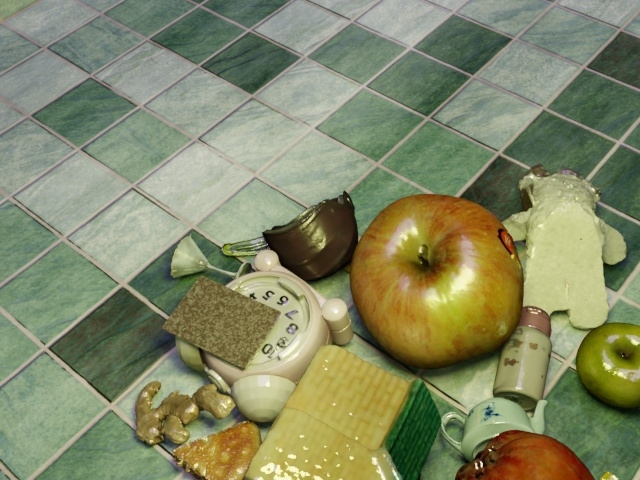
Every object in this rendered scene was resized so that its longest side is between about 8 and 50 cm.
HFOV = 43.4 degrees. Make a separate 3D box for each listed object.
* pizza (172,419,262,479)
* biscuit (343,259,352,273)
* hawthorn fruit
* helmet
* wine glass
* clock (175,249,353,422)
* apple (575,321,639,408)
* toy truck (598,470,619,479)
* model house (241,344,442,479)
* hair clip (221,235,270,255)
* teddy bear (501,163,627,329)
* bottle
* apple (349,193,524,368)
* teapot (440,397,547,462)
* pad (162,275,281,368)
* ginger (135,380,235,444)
[{"bbox_3d":[-0.218,0.467,1.723,0.193,0.053,0.201,11,46,13],"label":"pizza"},{"bbox_3d":[0.166,0.053,2.062,0.183,0.039,0.174,24,56,21],"label":"biscuit"},{"bbox_3d":[0.386,0.528,1.503,0.308,0.325,0.308,-21,12,5],"label":"hawthorn fruit"},{"bbox_3d":[0.000,0.000,2.008,0.224,0.305,0.177,-28,89,22],"label":"helmet"},{"bbox_3d":[-0.274,0.067,2.029,0.182,0.122,0.122,17,53,13],"label":"wine glass"},{"bbox_3d":[-0.134,0.222,1.849,0.342,0.184,0.325,30,61,34],"label":"clock"},{"bbox_3d":[0.662,0.276,1.765,0.196,0.157,0.197,-2,50,3],"label":"apple"},{"bbox_3d":[0.576,0.513,1.637,0.083,0.054,0.049,-34,56,-24],"label":"toy truck"},{"bbox_3d":[0.061,0.456,1.572,0.342,0.335,0.382,24,50,9],"label":"model house"},{"bbox_3d":[-0.167,0.012,2.119,0.188,0.033,0.060,-12,52,-10],"label":"hair clip"},{"bbox_3d":[0.601,0.001,2.041,0.327,0.376,0.362,3,8,7],"label":"teddy bear"},{"bbox_3d":[0.461,0.257,1.811,0.109,0.110,0.233,12,58,13],"label":"bottle"},{"bbox_3d":[0.268,0.099,1.820,0.400,0.334,0.401,-11,57,18],"label":"apple"},{"bbox_3d":[0.369,0.394,1.698,0.231,0.159,0.159,-9,49,11],"label":"teapot"},{"bbox_3d":[-0.221,0.178,1.797,0.234,0.003,0.158,21,61,24],"label":"pad"},{"bbox_3d":[-0.304,0.384,1.765,0.258,0.065,0.150,-1,59,28],"label":"ginger"}]
